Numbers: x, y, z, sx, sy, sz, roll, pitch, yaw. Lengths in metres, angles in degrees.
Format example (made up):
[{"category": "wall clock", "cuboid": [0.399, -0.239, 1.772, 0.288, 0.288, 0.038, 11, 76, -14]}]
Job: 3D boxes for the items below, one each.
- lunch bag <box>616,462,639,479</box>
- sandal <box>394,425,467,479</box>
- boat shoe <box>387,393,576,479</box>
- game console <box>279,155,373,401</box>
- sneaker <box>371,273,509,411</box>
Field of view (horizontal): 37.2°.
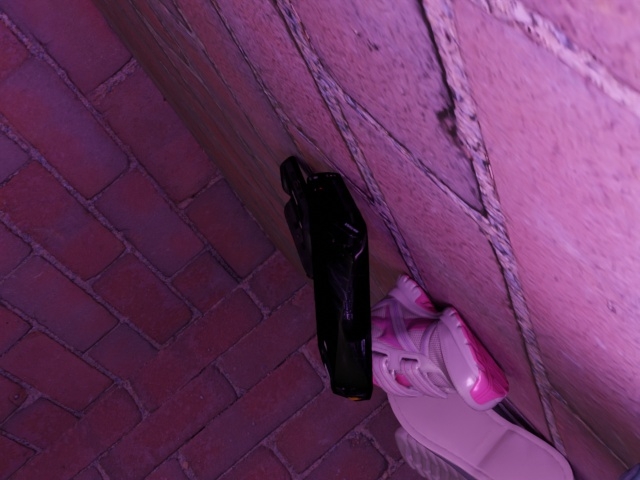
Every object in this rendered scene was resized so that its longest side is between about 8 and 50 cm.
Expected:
[{"category": "lunch bag", "cuboid": [0.242, 0.257, 0.518, 0.279, 0.108, 0.224, 47, -169, 23]}, {"category": "sandal", "cuboid": [0.312, 0.452, 1.844, 0.416, 0.102, 0.169, 28, 148, 41]}, {"category": "boat shoe", "cuboid": [0.194, 0.248, 1.177, 0.319, 0.116, 0.099, 37, 164, 49]}, {"category": "game console", "cuboid": [0.000, 0.000, 1.068, 0.361, 0.043, 0.213, -113, 17, -60]}, {"category": "sneaker", "cuboid": [0.109, 0.129, 1.016, 0.103, 0.111, 0.252, 51, 175, -20]}]
